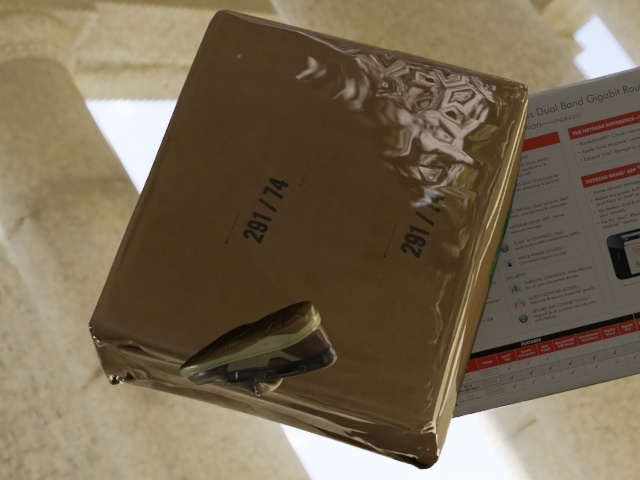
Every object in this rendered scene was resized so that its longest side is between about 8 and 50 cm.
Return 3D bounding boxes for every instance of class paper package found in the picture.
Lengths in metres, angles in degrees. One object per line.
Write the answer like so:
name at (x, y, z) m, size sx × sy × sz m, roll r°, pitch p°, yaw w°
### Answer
paper package at (0.000, 0.000, 1.085) m, size 0.168 × 0.309 × 0.325 m, roll 89°, pitch -162°, yaw -68°

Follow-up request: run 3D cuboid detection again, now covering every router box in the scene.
router box at (0.233, 0.003, 1.259) m, size 0.335 × 0.301 × 0.082 m, roll -13°, pitch -7°, yaw 3°

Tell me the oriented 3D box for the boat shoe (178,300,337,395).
boat shoe at (-0.047, 0.086, 0.872) m, size 0.056 × 0.049 × 0.152 m, roll -39°, pitch 9°, yaw -38°
